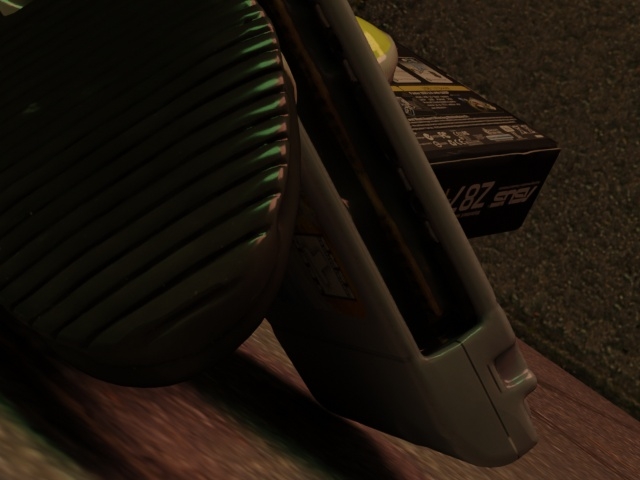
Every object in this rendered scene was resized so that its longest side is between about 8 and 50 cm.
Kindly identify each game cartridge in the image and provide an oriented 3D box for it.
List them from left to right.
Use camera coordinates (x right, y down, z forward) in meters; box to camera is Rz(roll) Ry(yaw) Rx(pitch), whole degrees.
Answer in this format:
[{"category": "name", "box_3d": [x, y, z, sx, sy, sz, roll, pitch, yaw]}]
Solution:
[{"category": "game cartridge", "box_3d": [-0.017, -0.042, 0.746, 0.297, 0.062, 0.198, 62, -20, -10]}]

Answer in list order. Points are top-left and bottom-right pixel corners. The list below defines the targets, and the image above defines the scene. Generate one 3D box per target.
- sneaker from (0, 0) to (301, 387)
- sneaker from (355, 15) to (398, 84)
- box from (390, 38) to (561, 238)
[{"category": "sneaker", "box_3d": [-0.064, -0.026, 0.622, 0.146, 0.122, 0.330, 62, -2, -33]}, {"category": "sneaker", "box_3d": [-0.129, -0.172, 1.092, 0.385, 0.147, 0.145, 14, 32, -8]}, {"category": "box", "box_3d": [-0.037, -0.105, 1.320, 0.318, 0.097, 0.395, 37, 26, 25]}]
